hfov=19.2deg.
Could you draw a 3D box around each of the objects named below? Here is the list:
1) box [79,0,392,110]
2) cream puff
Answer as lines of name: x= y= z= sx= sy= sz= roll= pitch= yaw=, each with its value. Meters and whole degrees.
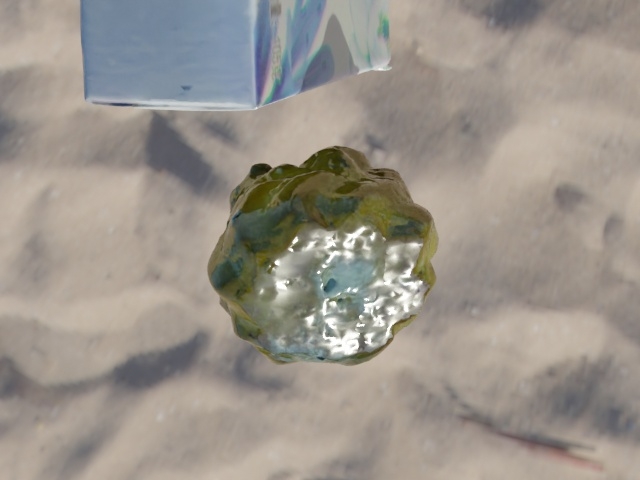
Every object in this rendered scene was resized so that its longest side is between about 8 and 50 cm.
box: x=-0.046 y=-0.222 z=1.077 sx=0.116 sy=0.203 sz=0.274 roll=4 pitch=103 yaw=22
cream puff: x=0.000 y=0.000 z=1.115 sx=0.146 sy=0.116 sz=0.146 roll=-6 pitch=128 yaw=-8
